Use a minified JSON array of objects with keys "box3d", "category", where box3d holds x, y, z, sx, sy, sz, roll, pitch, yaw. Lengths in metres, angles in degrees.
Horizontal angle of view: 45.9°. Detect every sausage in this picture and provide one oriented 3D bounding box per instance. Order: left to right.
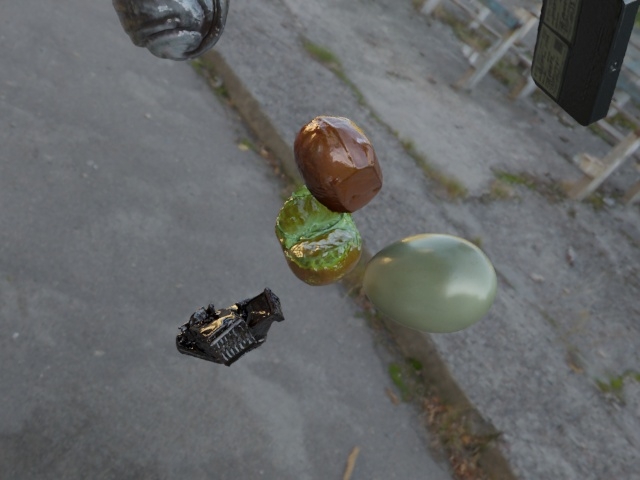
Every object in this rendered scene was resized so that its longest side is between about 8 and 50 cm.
[{"box3d":[0.036,-0.146,1.487,0.141,0.153,0.268,53,1,20],"category":"sausage"}]

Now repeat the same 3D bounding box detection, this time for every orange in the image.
[{"box3d":[0.001,0.002,1.709,0.158,0.179,0.237,67,-2,-50],"category":"orange"}]

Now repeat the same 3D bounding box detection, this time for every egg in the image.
[{"box3d":[0.204,0.079,1.428,0.253,0.189,0.188,2,21,14],"category":"egg"}]

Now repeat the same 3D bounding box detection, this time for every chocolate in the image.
[{"box3d":[-0.340,-0.540,1.772,0.303,0.303,0.213,8,62,-46],"category":"chocolate"}]

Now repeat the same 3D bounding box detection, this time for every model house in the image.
[{"box3d":[-0.173,0.160,1.502,0.203,0.164,0.141,-35,69,-30],"category":"model house"}]

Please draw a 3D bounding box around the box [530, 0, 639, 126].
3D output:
[{"box3d":[0.539,-0.421,1.572,0.058,0.350,0.211,-26,56,-12],"category":"box"}]
